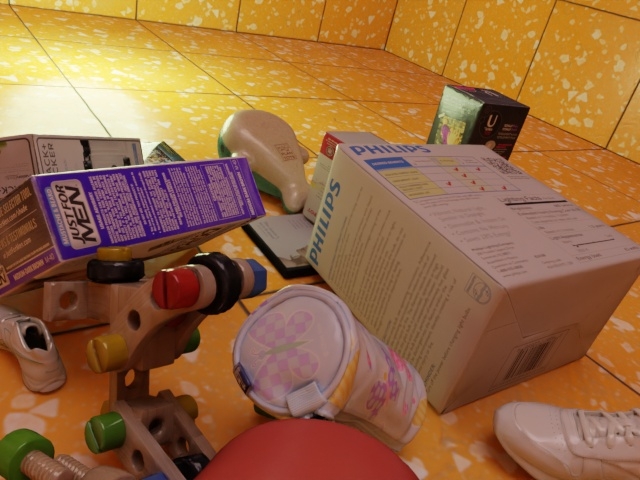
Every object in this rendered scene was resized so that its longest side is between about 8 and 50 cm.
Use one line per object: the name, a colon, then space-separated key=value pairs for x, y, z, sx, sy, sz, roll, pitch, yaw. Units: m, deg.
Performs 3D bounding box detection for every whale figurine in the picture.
whale figurine: x=-0.113 y=-0.154 z=1.188 sx=0.216 sy=0.141 sz=0.272 roll=-21 pitch=68 yaw=-47

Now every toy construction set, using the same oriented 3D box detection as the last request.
toy construction set: x=-0.204 y=0.139 z=0.536 sx=0.237 sy=0.257 sz=0.309 roll=11 pitch=31 yaw=31

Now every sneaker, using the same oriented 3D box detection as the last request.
sneaker: x=0.364 y=0.233 z=0.655 sx=0.305 sy=0.152 sz=0.114 roll=14 pitch=30 yaw=3
sneaker: x=-0.343 y=0.109 z=0.642 sx=0.152 sy=0.061 sz=0.054 roll=31 pitch=34 yaw=30

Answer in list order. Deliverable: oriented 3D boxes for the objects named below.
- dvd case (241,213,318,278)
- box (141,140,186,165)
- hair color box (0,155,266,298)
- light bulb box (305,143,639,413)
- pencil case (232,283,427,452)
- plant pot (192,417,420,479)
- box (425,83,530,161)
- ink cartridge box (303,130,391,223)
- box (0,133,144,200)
dvd case: x=0.000 y=0.000 z=1.040 sx=0.253 sy=0.022 sz=0.180 roll=-6 pitch=34 yaw=-34
box: x=-0.336 y=-0.129 z=1.092 sx=0.159 sy=0.044 sz=0.233 roll=-11 pitch=37 yaw=-39
hair color box: x=-0.258 y=-0.027 z=0.756 sx=0.185 sy=0.110 sz=0.339 roll=-21 pitch=-3 yaw=37
light bulb box: x=0.229 y=0.024 z=0.873 sx=0.358 sy=0.225 sz=0.361 roll=-6 pitch=38 yaw=-34
pencil case: x=0.026 y=0.142 z=0.557 sx=0.124 sy=0.113 sz=0.273 roll=51 pitch=2 yaw=34
plant pot: x=-0.022 y=0.262 z=0.337 sx=0.275 sy=0.274 sz=0.243 roll=17 pitch=18 yaw=4
box: x=0.369 y=-0.233 z=1.373 sx=0.165 sy=0.270 sz=0.143 roll=-4 pitch=34 yaw=-31
ink cartridge box: x=0.068 y=-0.102 z=1.049 sx=0.127 sy=0.176 sz=0.128 roll=-10 pitch=38 yaw=-43
box: x=-0.410 y=-0.109 z=0.841 sx=0.169 sy=0.087 sz=0.290 roll=-4 pitch=9 yaw=11
